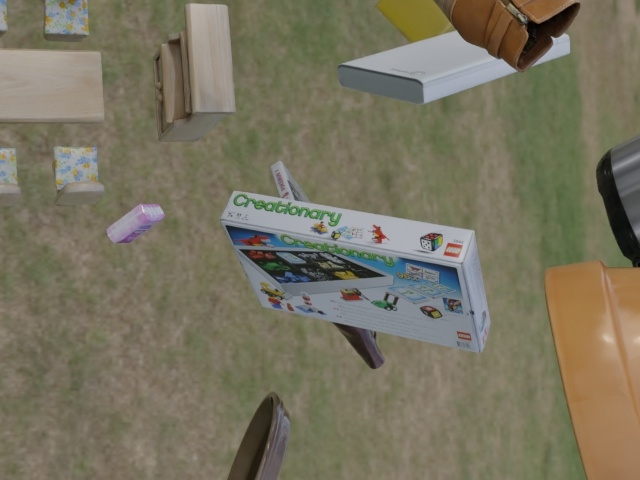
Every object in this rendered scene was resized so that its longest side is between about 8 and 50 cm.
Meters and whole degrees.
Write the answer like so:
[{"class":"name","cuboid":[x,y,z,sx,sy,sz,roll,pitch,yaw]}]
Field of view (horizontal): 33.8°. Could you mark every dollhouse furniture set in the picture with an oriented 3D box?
[{"class":"dollhouse furniture set","cuboid":[-0.361,-0.253,1.660,0.394,0.256,0.362,-2,83,-21]}]

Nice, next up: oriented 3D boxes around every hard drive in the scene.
[{"class":"hard drive","cuboid":[0.239,-0.324,1.891,0.353,0.233,0.047,-22,117,-31]}]

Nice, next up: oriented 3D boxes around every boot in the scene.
[{"class":"boot","cuboid":[0.031,0.138,2.120,0.090,0.248,0.207,-30,116,-11]},{"class":"boot","cuboid":[0.292,-0.399,1.502,0.109,0.220,0.283,17,117,-46]}]

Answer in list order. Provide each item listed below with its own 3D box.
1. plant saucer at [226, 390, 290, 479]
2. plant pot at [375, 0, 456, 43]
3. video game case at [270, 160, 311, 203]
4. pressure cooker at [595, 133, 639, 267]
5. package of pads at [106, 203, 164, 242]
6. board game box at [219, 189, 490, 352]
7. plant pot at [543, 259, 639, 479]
[{"class":"plant saucer","cuboid":[-0.111,0.386,1.746,0.278,0.041,0.278,-158,-90,-80]},{"class":"plant pot","cuboid":[0.295,-0.514,2.430,0.212,0.187,0.212,23,25,-52]},{"class":"video game case","cuboid":[0.000,0.000,1.474,0.201,0.023,0.183,55,6,-25]},{"class":"pressure cooker","cuboid":[0.756,-0.080,1.877,0.376,0.420,0.370,63,29,1]},{"class":"package of pads","cuboid":[-0.292,-0.027,1.661,0.050,0.083,0.032,0,60,-62]},{"class":"board game box","cuboid":[0.045,0.039,1.274,0.193,0.305,0.053,70,37,-51]},{"class":"plant pot","cuboid":[0.367,0.148,1.095,0.291,0.203,0.291,-14,90,-74]}]
